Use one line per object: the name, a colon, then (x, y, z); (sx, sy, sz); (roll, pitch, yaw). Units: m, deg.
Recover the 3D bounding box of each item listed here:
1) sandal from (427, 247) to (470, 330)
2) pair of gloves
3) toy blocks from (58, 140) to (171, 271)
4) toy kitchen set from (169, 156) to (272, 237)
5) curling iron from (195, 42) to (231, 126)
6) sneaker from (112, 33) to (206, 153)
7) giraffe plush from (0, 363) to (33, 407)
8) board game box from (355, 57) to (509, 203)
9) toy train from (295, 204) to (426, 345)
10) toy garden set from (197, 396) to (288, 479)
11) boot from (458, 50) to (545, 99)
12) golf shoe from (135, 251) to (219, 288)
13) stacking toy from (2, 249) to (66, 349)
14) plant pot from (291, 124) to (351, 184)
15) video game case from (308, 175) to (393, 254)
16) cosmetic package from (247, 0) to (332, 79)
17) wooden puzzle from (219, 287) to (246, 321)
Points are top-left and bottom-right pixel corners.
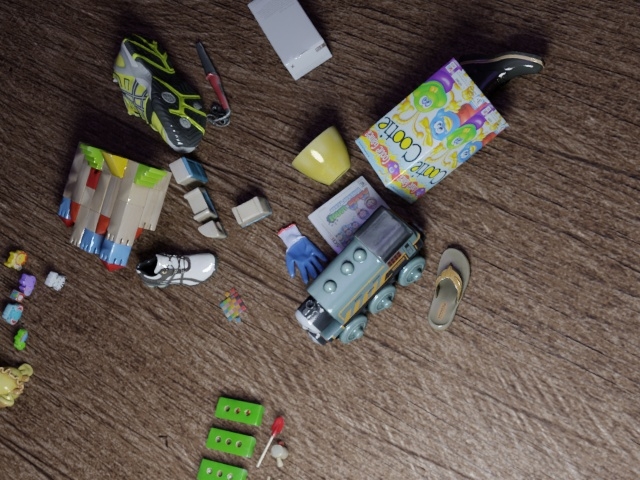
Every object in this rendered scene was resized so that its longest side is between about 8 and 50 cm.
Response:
sandal: (0.266, 0.099, 1.807); (0.072, 0.049, 0.180); (12, 75, 24)
pair of gloves: (0.000, 0.000, 1.958); (0.198, 0.023, 0.159); (-32, 63, 6)
toy blocks: (-0.512, -0.079, 2.083); (0.381, 0.190, 0.261); (21, 95, 44)
toy kitchen set: (-0.229, -0.120, 2.055); (0.166, 0.122, 0.207); (-26, 83, 8)
curling iron: (-0.284, -0.404, 2.209); (0.068, 0.035, 0.274); (-23, 64, 10)
sneaker: (-0.412, -0.353, 2.197); (0.147, 0.145, 0.385); (-52, 55, 34)
giraffe plush: (-0.784, 0.329, 2.050); (0.170, 0.210, 0.182); (22, 63, -8)
board game box: (0.240, -0.232, 1.865); (0.275, 0.142, 0.144); (-40, 61, 15)
toy train: (0.084, 0.076, 1.802); (0.334, 0.190, 0.142); (-45, 62, -1)
toy garden set: (-0.150, 0.470, 1.812); (0.203, 0.049, 0.244); (5, 70, 28)
boot: (0.396, -0.343, 1.927); (0.197, 0.077, 0.137); (3, 75, 35)
golf shoe: (-0.337, 0.065, 2.015); (0.198, 0.094, 0.077); (-14, 65, 13)
stacking toy: (-0.753, 0.148, 2.161); (0.166, 0.052, 0.221); (21, 80, 27)
plant pot: (0.015, -0.184, 1.976); (0.134, 0.134, 0.095); (-42, 89, 0)
video game case: (0.075, -0.047, 1.931); (0.157, 0.019, 0.143); (-37, 69, -5)
cosmetic package: (-0.077, -0.525, 2.156); (0.117, 0.085, 0.231); (-31, 64, 6)
wooden puzzle: (-0.201, 0.151, 1.980); (0.049, 0.006, 0.083); (-37, 62, 3)
